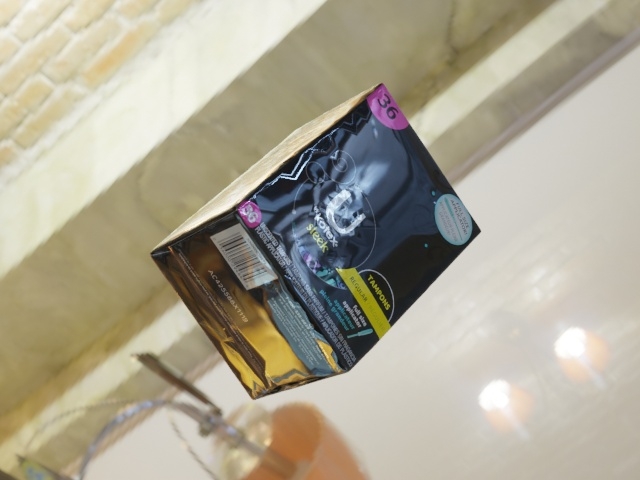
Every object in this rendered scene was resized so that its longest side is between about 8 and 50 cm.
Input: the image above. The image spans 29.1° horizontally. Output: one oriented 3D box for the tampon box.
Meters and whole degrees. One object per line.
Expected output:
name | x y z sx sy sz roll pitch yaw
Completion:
tampon box | 0.000 0.000 0.779 0.101 0.120 0.161 -23 -164 49
